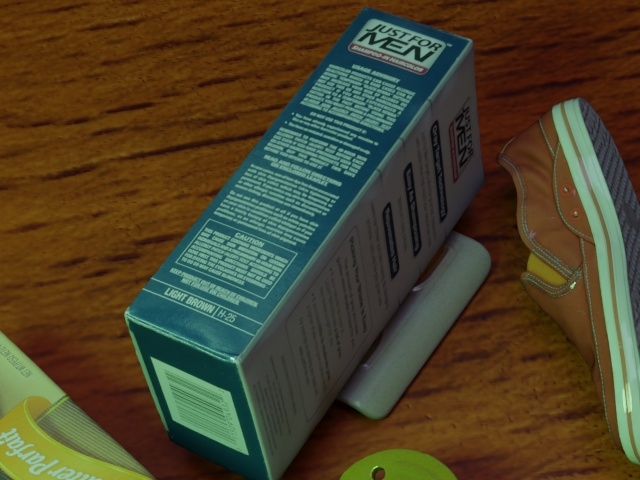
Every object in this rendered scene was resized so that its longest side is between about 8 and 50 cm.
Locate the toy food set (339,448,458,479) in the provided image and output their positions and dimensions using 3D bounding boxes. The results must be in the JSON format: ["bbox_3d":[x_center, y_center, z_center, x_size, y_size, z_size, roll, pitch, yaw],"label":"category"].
[{"bbox_3d":[0.081,0.260,1.250,0.128,0.071,0.218,-33,54,8],"label":"toy food set"}]

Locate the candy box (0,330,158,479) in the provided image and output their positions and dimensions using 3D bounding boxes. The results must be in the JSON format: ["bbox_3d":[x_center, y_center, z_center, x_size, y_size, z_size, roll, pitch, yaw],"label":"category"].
[{"bbox_3d":[-0.231,0.204,1.242,0.183,0.087,0.316,-36,46,-21],"label":"candy box"}]

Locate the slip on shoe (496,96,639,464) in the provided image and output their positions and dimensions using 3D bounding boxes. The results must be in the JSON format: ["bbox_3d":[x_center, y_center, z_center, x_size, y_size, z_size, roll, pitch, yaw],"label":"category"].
[{"bbox_3d":[0.220,0.037,1.385,0.101,0.123,0.331,-27,56,23],"label":"slip on shoe"}]

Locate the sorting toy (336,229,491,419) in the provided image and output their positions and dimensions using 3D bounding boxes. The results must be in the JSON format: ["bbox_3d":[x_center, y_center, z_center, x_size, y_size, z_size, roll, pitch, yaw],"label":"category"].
[{"bbox_3d":[0.012,0.032,1.430,0.208,0.038,0.193,27,59,20],"label":"sorting toy"}]

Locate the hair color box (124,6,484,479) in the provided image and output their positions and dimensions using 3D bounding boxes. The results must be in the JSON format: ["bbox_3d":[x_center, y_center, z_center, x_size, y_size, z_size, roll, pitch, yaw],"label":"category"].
[{"bbox_3d":[0.000,0.000,1.326,0.105,0.174,0.347,22,57,24],"label":"hair color box"}]
